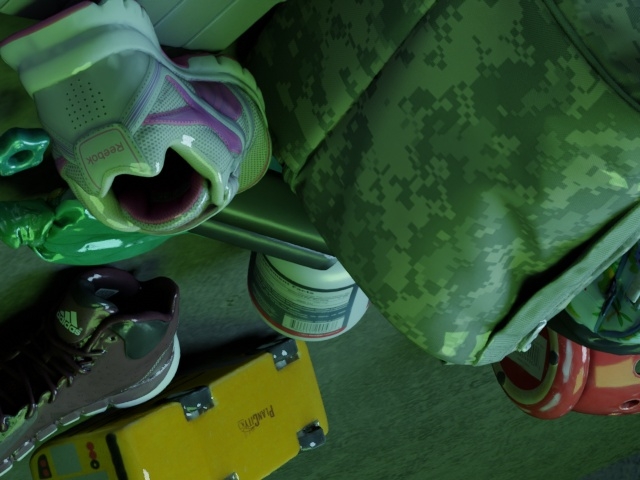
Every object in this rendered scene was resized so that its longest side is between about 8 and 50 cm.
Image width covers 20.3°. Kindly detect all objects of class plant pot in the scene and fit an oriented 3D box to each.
[{"bbox_3d":[0.281,0.091,1.872,0.174,0.191,0.191,-5,152,-28],"label":"plant pot"}]

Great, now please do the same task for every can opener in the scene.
[{"bbox_3d":[0.005,-0.030,1.276,0.283,0.095,0.076,17,160,-37],"label":"can opener"}]

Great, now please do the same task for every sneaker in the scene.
[{"bbox_3d":[-0.231,0.093,1.421,0.281,0.106,0.162,-26,157,-29],"label":"sneaker"},{"bbox_3d":[-0.096,-0.051,1.045,0.103,0.111,0.252,-23,164,18],"label":"sneaker"}]

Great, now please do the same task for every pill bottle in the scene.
[{"bbox_3d":[0.000,0.000,1.427,0.108,0.108,0.180,-20,159,-15],"label":"pill bottle"}]

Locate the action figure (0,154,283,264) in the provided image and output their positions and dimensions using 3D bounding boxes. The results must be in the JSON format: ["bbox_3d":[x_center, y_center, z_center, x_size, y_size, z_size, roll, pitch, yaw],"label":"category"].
[{"bbox_3d":[-0.131,-0.026,1.274,0.232,0.063,0.137,-11,158,-42],"label":"action figure"}]

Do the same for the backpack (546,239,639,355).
[{"bbox_3d":[0.350,-0.046,1.559,0.290,0.273,0.355,-8,134,-16],"label":"backpack"}]

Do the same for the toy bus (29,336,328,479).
[{"bbox_3d":[-0.114,0.180,1.630,0.130,0.108,0.333,-15,-176,26],"label":"toy bus"}]

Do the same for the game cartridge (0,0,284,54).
[{"bbox_3d":[-0.015,-0.230,0.928,0.355,0.068,0.230,-37,161,29],"label":"game cartridge"}]

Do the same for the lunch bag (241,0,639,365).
[{"bbox_3d":[0.118,-0.089,1.135,0.213,0.256,0.305,-9,154,-37],"label":"lunch bag"}]

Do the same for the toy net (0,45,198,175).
[{"bbox_3d":[-0.185,-0.076,1.125,0.232,0.045,0.122,-33,156,15],"label":"toy net"}]
